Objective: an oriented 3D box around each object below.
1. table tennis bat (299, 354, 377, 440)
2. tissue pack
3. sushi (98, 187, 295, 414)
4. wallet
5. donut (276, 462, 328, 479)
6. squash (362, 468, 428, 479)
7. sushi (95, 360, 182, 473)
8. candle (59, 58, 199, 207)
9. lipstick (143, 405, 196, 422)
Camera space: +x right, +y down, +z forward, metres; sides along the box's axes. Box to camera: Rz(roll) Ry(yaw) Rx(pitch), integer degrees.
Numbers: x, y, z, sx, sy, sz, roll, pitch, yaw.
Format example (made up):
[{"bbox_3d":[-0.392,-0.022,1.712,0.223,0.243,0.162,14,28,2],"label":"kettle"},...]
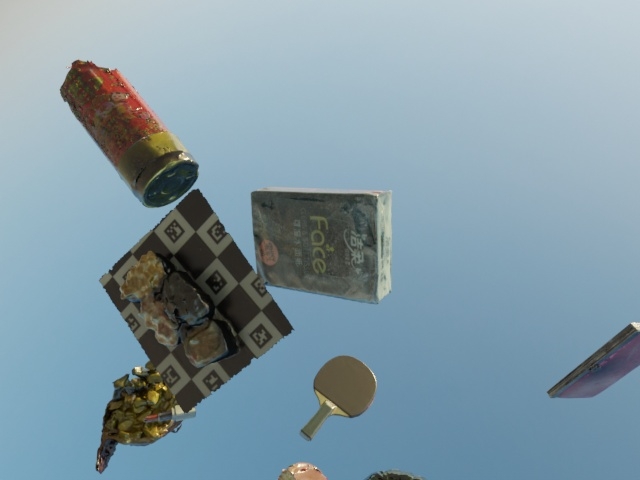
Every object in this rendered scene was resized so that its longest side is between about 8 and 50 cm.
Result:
[{"bbox_3d":[0.045,0.434,1.347,0.173,0.022,0.301,34,-137,16],"label":"table tennis bat"},{"bbox_3d":[0.000,0.000,1.060,0.316,0.227,0.103,5,-164,31],"label":"tissue pack"},{"bbox_3d":[-0.168,0.076,0.580,0.192,0.050,0.215,-40,-101,14],"label":"sushi"},{"bbox_3d":[0.534,0.227,0.895,0.025,0.120,0.232,-104,-153,-42],"label":"wallet"},{"bbox_3d":[-0.027,0.589,1.129,0.065,0.117,0.165,-25,-102,42],"label":"donut"},{"bbox_3d":[0.165,0.616,1.040,0.253,0.165,0.252,-2,-154,1],"label":"squash"},{"bbox_3d":[-0.416,0.401,1.177,0.297,0.179,0.166,-27,-106,-21],"label":"sushi"},{"bbox_3d":[-0.145,-0.085,0.360,0.052,0.052,0.130,-40,-104,-2],"label":"candle"},{"bbox_3d":[-0.325,0.375,1.049,0.107,0.025,0.025,-4,-145,-22],"label":"lipstick"}]
